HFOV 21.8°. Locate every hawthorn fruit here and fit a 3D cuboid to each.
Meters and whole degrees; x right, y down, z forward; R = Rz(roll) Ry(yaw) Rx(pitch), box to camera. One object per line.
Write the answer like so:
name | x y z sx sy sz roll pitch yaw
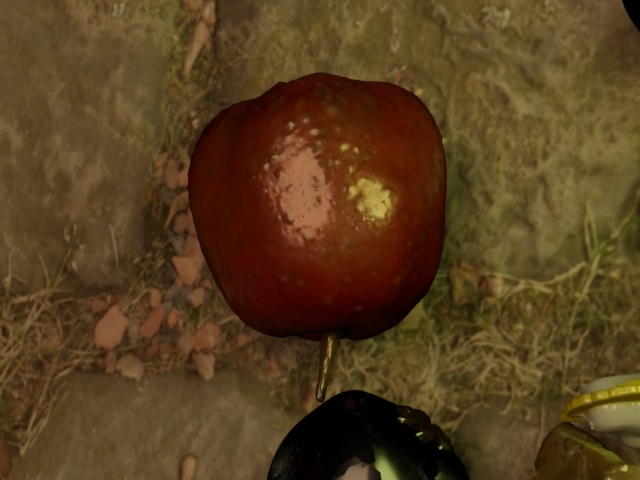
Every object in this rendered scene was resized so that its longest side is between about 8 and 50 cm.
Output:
hawthorn fruit | 0.000 0.000 1.674 0.287 0.287 0.330 -8 73 22

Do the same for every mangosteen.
mangosteen | 0.039 0.268 1.621 0.243 0.243 0.242 -6 74 23

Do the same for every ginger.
ginger | 0.226 0.319 1.572 0.219 0.123 0.270 39 101 43

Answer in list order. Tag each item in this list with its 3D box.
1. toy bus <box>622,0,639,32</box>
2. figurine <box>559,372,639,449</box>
toy bus | 0.460 -0.200 1.563 0.162 0.171 0.386 -30 54 -18
figurine | 0.315 0.151 1.570 0.178 0.130 0.109 -9 76 22
